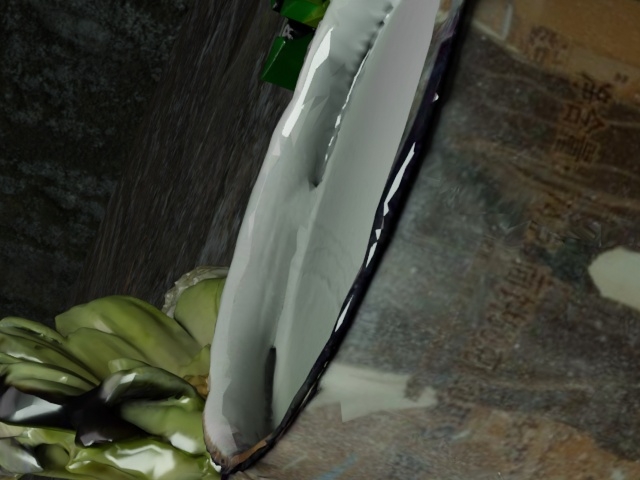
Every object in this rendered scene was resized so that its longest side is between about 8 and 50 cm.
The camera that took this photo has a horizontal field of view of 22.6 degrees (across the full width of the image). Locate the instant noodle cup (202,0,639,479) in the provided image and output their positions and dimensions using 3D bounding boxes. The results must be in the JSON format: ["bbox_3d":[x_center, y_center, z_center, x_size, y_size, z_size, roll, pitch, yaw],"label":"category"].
[{"bbox_3d":[0.094,0.009,0.414,0.217,0.207,0.217,-160,90,-78],"label":"instant noodle cup"}]

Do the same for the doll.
[{"bbox_3d":[0.024,-0.204,1.258,0.186,0.106,0.134,-15,61,56],"label":"doll"}]

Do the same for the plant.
[{"bbox_3d":[-0.048,0.114,0.748,0.297,0.261,0.306,-67,23,15],"label":"plant"}]

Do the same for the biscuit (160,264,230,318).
[{"bbox_3d":[-0.119,0.106,1.476,0.281,0.084,0.179,-33,35,67],"label":"biscuit"}]
